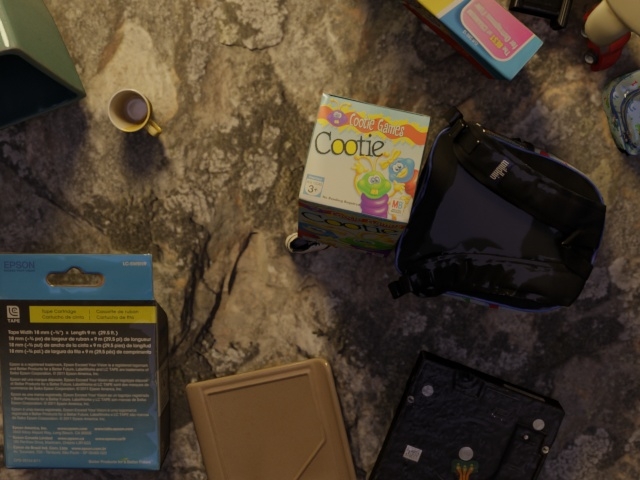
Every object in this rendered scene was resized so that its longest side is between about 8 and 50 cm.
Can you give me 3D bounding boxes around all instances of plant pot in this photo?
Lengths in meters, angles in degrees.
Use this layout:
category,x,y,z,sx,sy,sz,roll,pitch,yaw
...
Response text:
category,x,y,z,sx,sy,sz,roll,pitch,yaw
plant pot,-0.513,-0.303,1.346,0.247,0.248,0.252,-19,82,6

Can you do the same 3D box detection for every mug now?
category,x,y,z,sx,sy,sz,roll,pitch,yaw
mug,-0.276,-0.187,1.434,0.062,0.064,0.078,-14,99,4

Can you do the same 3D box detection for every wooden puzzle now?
category,x,y,z,sx,sy,sz,roll,pitch,yaw
wooden puzzle,-0.076,0.306,1.518,0.239,0.044,0.220,-12,99,9

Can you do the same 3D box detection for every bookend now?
category,x,y,z,sx,sy,sz,roll,pitch,yaw
bookend,0.287,-0.395,1.372,0.157,0.072,0.156,14,100,1

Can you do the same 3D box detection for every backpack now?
category,x,y,z,sx,sy,sz,roll,pitch,yaw
backpack,0.468,-0.190,1.390,0.105,0.084,0.114,-22,95,4
backpack,0.257,-0.022,1.364,0.263,0.213,0.276,21,104,8

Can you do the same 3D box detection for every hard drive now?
category,x,y,z,sx,sy,sz,roll,pitch,yaw
hard drive,0.204,0.366,1.500,0.237,0.064,0.338,20,99,-1

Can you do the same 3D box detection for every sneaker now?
category,x,y,z,sx,sy,sz,roll,pitch,yaw
sneaker,0.000,0.000,1.462,0.109,0.044,0.040,-16,96,3

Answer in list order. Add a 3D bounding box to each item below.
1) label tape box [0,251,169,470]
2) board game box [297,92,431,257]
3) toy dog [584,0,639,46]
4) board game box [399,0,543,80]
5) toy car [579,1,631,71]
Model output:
category,x,y,z,sx,sy,sz,roll,pitch,yaw
label tape box,-0.357,0.176,1.474,0.241,0.106,0.333,1,98,2
board game box,0.051,-0.078,1.315,0.144,0.275,0.142,13,80,1
toy dog,0.547,-0.397,1.206,0.284,0.408,0.395,44,139,12
board game box,0.144,-0.342,1.302,0.316,0.242,0.064,40,100,-3
toy car,0.368,-0.352,1.311,0.225,0.053,0.239,-3,107,-41
